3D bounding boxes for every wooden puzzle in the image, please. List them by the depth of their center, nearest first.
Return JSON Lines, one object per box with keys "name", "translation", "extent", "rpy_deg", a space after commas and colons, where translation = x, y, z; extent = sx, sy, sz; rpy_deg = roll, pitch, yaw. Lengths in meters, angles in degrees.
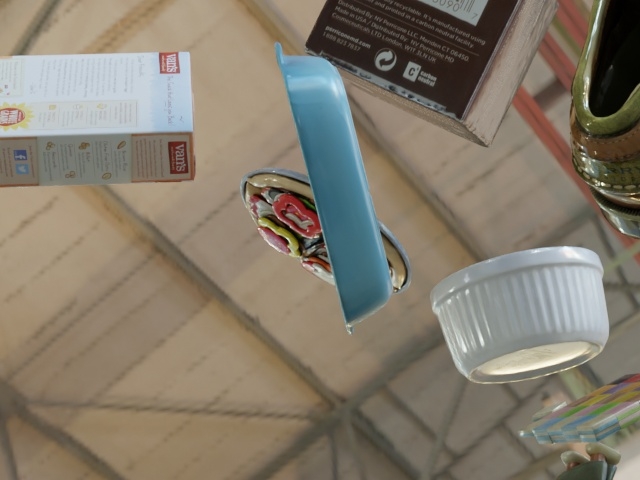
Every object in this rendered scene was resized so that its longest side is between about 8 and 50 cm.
{"name": "wooden puzzle", "translation": [0.100, 0.056, 0.463], "extent": [0.049, 0.083, 0.006], "rpy_deg": [-23, -91, -21]}

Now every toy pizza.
{"name": "toy pizza", "translation": [0.000, 0.000, 1.378], "extent": [0.201, 0.201, 0.032], "rpy_deg": [50, -117, -35]}

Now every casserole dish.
{"name": "casserole dish", "translation": [0.010, -0.034, 0.844], "extent": [0.037, 0.114, 0.188], "rpy_deg": [-14, -75, 0]}

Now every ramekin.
{"name": "ramekin", "translation": [0.241, 0.094, 1.605], "extent": [0.207, 0.109, 0.207], "rpy_deg": [-10, -19, -4]}

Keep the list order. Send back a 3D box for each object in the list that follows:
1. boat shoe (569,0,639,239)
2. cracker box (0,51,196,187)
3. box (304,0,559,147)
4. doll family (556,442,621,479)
{"name": "boat shoe", "translation": [0.220, -0.152, 0.756], "extent": [0.110, 0.307, 0.104], "rpy_deg": [2, -32, 36]}
{"name": "cracker box", "translation": [-0.244, -0.124, 1.384], "extent": [0.232, 0.156, 0.067], "rpy_deg": [-2, -52, -5]}
{"name": "box", "translation": [0.113, -0.206, 1.304], "extent": [0.168, 0.203, 0.167], "rpy_deg": [26, -87, 15]}
{"name": "doll family", "translation": [0.133, 0.185, 0.794], "extent": [0.076, 0.111, 0.193], "rpy_deg": [34, -41, -17]}
